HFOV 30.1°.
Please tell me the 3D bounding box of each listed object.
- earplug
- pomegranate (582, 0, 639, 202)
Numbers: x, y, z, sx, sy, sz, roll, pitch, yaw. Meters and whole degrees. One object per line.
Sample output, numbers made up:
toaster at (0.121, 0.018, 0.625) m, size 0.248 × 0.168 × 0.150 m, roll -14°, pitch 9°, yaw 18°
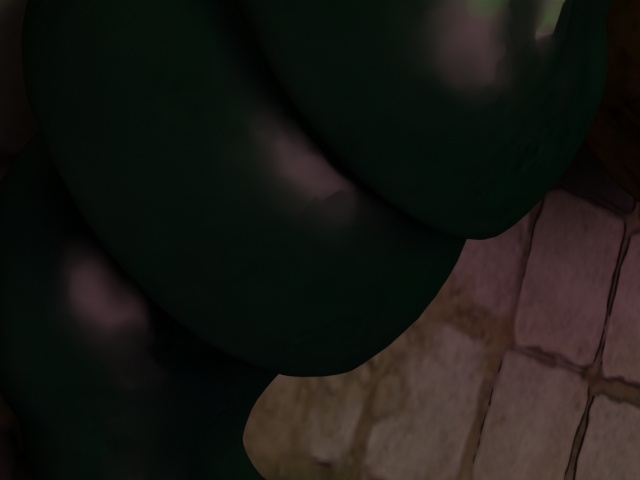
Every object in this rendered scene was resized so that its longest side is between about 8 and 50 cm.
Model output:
earplug at (0.000, 0.006, 0.389) m, size 0.257 × 0.280 × 0.164 m, roll 52°, pitch 31°, yaw 5°
pomegranate at (0.218, -0.150, 0.499) m, size 0.322 × 0.322 × 0.322 m, roll -7°, pitch 100°, yaw -42°
